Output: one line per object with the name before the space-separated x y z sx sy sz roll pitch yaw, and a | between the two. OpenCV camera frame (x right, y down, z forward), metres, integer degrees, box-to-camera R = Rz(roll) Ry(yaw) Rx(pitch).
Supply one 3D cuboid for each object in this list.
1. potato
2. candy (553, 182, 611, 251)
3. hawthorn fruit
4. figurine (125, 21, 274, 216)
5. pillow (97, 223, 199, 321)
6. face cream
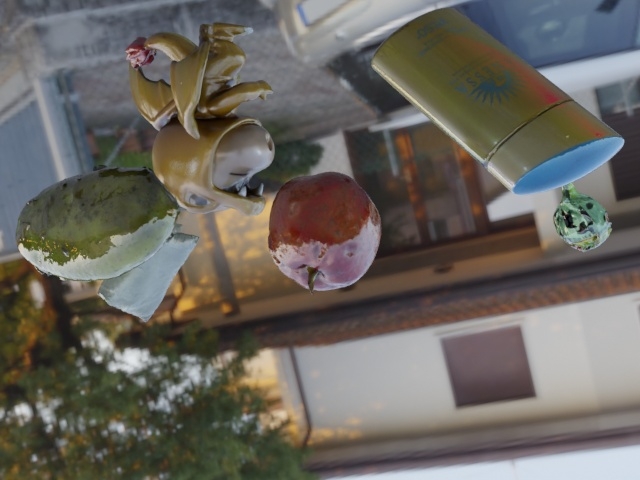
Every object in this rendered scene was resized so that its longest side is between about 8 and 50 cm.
potato | -0.278 -0.020 1.089 0.251 0.150 0.113 -9 150 23
candy | 0.398 -0.122 1.409 0.083 0.306 0.091 -35 -159 -33
hawthorn fruit | 0.000 0.000 1.317 0.179 0.179 0.201 -10 -131 37
figurine | -0.254 -0.251 1.773 0.268 0.387 0.400 -4 -167 -39
pillow | -0.302 0.045 1.489 0.077 0.181 0.134 29 179 25
face cream | 0.197 -0.161 0.993 0.139 0.285 0.067 -33 149 -16
